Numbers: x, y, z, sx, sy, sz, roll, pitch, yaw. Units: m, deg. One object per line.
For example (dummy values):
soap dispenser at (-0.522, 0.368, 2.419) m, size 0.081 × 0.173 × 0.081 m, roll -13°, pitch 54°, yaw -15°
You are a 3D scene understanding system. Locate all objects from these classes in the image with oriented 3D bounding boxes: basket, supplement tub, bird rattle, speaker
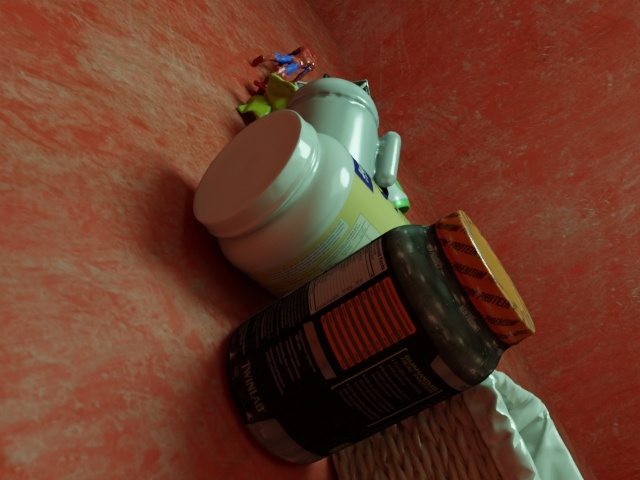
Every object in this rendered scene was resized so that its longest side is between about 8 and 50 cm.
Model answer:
basket at (0.226, 0.390, 0.742) m, size 0.328 × 0.266 × 0.331 m, roll 34°, pitch 30°, yaw -49°
supplement tub at (-0.007, -0.013, 0.841) m, size 0.331 × 0.241 × 0.241 m, roll 44°, pitch 23°, yaw -35°
supplement tub at (0.068, 0.118, 0.669) m, size 0.207 × 0.338 × 0.207 m, roll 48°, pitch 22°, yaw -26°
bird rattle at (-0.104, -0.301, 1.311) m, size 0.253 × 0.143 × 0.207 m, roll -100°, pitch 165°, yaw -75°
speaker at (0.173, -0.206, 1.757) m, size 0.131 × 0.131 × 0.297 m, roll 14°, pitch 46°, yaw -63°

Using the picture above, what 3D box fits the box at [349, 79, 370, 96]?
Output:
box at (0.043, -0.296, 1.375) m, size 0.203 × 0.166 × 0.169 m, roll -90°, pitch 170°, yaw -83°

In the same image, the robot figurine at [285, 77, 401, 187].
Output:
robot figurine at (0.012, -0.182, 1.108) m, size 0.200 × 0.299 × 0.354 m, roll 98°, pitch 1°, yaw -67°

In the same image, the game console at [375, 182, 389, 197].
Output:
game console at (0.143, -0.004, 1.299) m, size 0.361 × 0.043 × 0.213 m, roll 66°, pitch 31°, yaw -43°

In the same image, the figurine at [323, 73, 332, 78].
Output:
figurine at (0.029, -0.341, 1.558) m, size 0.209 × 0.092 × 0.215 m, roll 45°, pitch 65°, yaw -17°

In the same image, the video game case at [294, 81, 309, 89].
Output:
video game case at (0.036, -0.396, 1.721) m, size 0.204 × 0.025 × 0.285 m, roll 3°, pitch 50°, yaw -28°

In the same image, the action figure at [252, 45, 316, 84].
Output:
action figure at (-0.113, -0.508, 1.617) m, size 0.280 × 0.139 × 0.091 m, roll -37°, pitch 97°, yaw -49°
